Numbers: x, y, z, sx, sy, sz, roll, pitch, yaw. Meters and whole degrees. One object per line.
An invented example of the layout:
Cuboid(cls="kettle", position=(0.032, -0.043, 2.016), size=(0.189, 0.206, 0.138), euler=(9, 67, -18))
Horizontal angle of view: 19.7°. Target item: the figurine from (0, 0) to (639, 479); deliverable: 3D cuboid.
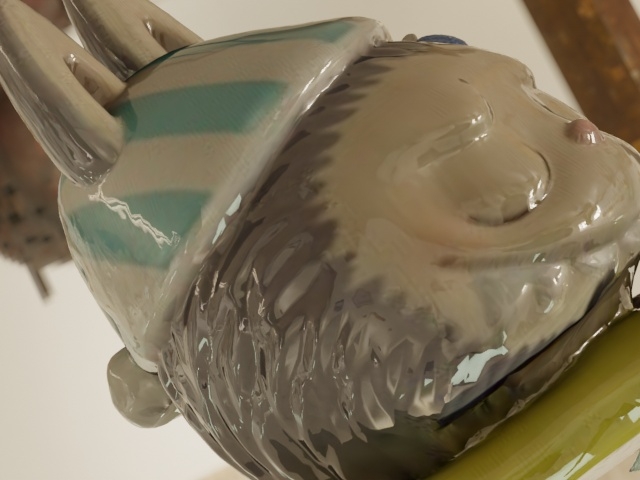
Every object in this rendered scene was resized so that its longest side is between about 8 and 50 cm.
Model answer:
Cuboid(cls="figurine", position=(0.000, 0.000, 0.938), size=(0.266, 0.378, 0.361), euler=(-29, 166, -22))

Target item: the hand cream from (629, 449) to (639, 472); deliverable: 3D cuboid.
Cuboid(cls="hand cream", position=(0.258, -0.012, 1.148), size=(0.058, 0.331, 0.085), euler=(18, -165, 31))

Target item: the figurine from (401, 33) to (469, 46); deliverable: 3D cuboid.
Cuboid(cls="figurine", position=(0.057, -0.113, 1.315), size=(0.079, 0.077, 0.136), euler=(-30, -148, -28))
